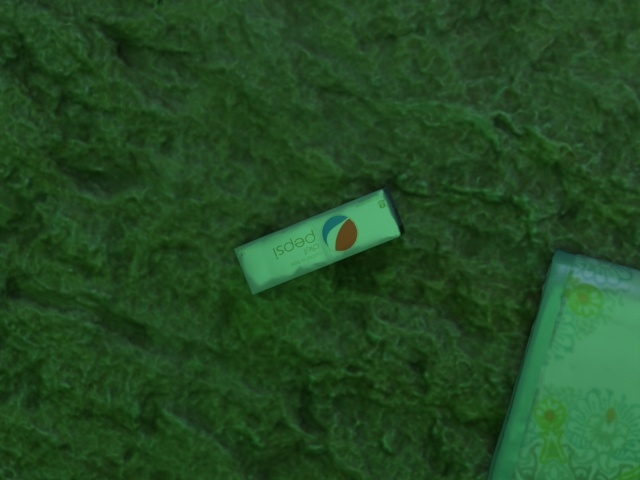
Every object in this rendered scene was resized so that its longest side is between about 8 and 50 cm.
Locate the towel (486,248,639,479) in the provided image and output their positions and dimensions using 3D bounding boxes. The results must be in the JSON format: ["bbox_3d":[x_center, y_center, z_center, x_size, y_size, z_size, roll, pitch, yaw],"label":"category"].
[{"bbox_3d":[0.404,0.229,1.782,0.320,0.090,0.375,16,99,10],"label":"towel"}]

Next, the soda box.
[{"bbox_3d":[0.000,0.000,1.830,0.216,0.074,0.069,-22,91,9],"label":"soda box"}]
